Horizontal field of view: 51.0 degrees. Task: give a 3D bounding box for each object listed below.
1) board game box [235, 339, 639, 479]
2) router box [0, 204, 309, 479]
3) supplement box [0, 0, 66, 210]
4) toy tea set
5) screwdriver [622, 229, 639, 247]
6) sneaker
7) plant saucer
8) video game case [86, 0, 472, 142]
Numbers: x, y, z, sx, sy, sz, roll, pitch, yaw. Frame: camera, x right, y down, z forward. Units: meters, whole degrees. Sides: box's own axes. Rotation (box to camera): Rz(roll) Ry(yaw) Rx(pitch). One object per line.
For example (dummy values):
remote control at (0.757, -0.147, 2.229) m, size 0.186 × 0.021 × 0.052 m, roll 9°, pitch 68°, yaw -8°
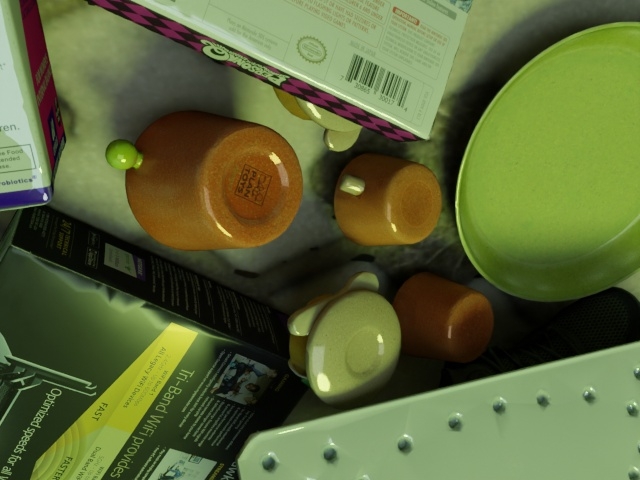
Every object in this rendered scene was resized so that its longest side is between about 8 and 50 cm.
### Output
board game box at (0.159, 0.291, 0.474) m, size 0.390 × 0.050 × 0.390 m, roll -8°, pitch 78°, yaw -20°
router box at (-0.188, 0.154, 0.531) m, size 0.243 × 0.081 × 0.309 m, roll 28°, pitch 106°, yaw -27°
supplement box at (-0.217, -0.132, 0.357) m, size 0.114 × 0.111 × 0.220 m, roll -9°, pitch 119°, yaw -11°
toy tea set at (0.000, 0.000, 0.509) m, size 0.200 × 0.124 × 0.336 m, roll -44°, pitch 120°, yaw -25°
screwdriver at (0.338, -0.040, 0.613) m, size 0.025 × 0.024 × 0.170 m, roll 41°, pitch 103°, yaw 0°
sneaker at (0.190, 0.120, 0.599) m, size 0.227 × 0.087 × 0.130 m, roll -39°, pitch 148°, yaw 11°
plant saucer at (0.217, -0.060, 0.559) m, size 0.241 × 0.037 × 0.241 m, roll -7°, pitch 118°, yaw -13°
video game case at (-0.008, -0.194, 0.378) m, size 0.232 × 0.042 × 0.210 m, roll 19°, pitch 85°, yaw -24°
